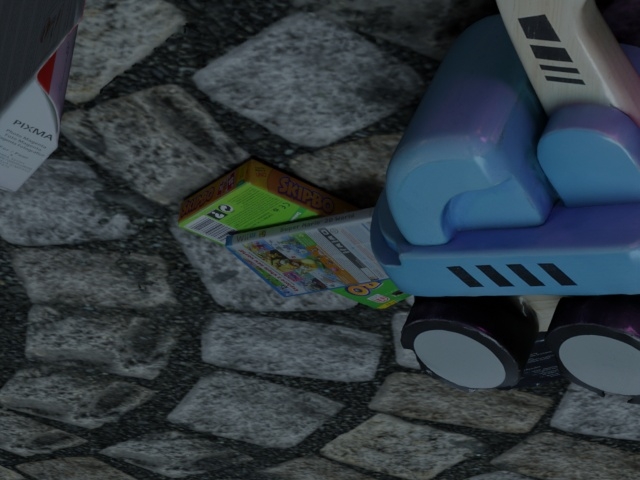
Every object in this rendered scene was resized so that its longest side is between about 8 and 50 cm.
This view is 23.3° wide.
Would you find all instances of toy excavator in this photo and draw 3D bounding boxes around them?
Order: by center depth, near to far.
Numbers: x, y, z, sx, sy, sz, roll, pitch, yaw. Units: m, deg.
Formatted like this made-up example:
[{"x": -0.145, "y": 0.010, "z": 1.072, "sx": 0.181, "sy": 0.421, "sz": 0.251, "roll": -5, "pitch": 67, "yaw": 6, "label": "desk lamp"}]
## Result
[{"x": 0.177, "y": -0.097, "z": 1.132, "sx": 0.433, "sy": 0.222, "sz": 0.445, "roll": -3, "pitch": 138, "yaw": 41, "label": "toy excavator"}]

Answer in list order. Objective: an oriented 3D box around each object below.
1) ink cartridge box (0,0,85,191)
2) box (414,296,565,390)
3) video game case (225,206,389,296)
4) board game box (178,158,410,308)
[{"x": -0.182, "y": -0.165, "z": 1.101, "sx": 0.066, "sy": 0.189, "sz": 0.232, "roll": 22, "pitch": 147, "yaw": -29, "label": "ink cartridge box"}, {"x": 0.204, "y": 0.086, "z": 1.571, "sx": 0.156, "sy": 0.093, "sz": 0.158, "roll": -19, "pitch": 157, "yaw": 37, "label": "box"}, {"x": 0.008, "y": 0.013, "z": 1.516, "sx": 0.166, "sy": 0.015, "sz": 0.119, "roll": -11, "pitch": 148, "yaw": 27, "label": "video game case"}, {"x": 0.000, "y": 0.000, "z": 1.541, "sx": 0.259, "sy": 0.039, "sz": 0.124, "roll": 26, "pitch": 146, "yaw": -29, "label": "board game box"}]
